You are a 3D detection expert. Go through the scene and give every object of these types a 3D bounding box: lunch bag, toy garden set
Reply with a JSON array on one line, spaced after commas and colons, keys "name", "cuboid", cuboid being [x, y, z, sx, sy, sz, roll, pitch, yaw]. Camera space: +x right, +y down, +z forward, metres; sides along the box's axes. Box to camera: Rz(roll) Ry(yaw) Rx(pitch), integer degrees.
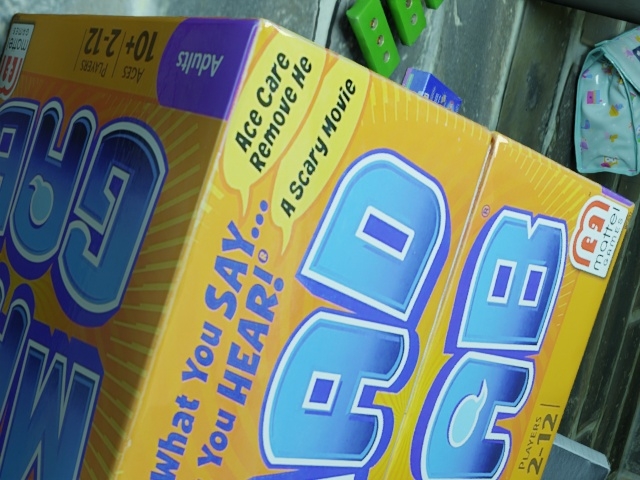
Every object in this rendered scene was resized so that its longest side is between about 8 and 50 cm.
[{"name": "lunch bag", "cuboid": [0.620, -0.290, 1.571, 0.223, 0.160, 0.262, -30, 117, -39]}, {"name": "toy garden set", "cuboid": [0.091, -0.349, 0.929, 0.244, 0.049, 0.203, -55, 144, -19]}]

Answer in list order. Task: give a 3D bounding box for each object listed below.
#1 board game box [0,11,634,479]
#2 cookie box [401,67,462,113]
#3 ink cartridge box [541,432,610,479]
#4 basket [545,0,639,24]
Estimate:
[{"name": "board game box", "cuboid": [-0.056, 0.063, 0.595, 0.356, 0.356, 0.356, 16, 93, -41]}, {"name": "cookie box", "cuboid": [0.147, -0.178, 1.086, 0.107, 0.040, 0.091, 21, 89, -55]}, {"name": "ink cartridge box", "cuboid": [0.263, 0.426, 1.270, 0.072, 0.307, 0.303, -34, 146, -78]}, {"name": "basket", "cuboid": [0.420, -0.427, 1.172, 0.204, 0.227, 0.154, -59, 143, -14]}]
